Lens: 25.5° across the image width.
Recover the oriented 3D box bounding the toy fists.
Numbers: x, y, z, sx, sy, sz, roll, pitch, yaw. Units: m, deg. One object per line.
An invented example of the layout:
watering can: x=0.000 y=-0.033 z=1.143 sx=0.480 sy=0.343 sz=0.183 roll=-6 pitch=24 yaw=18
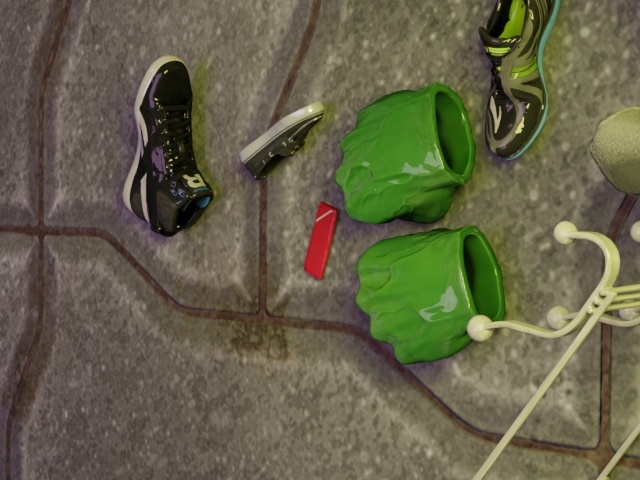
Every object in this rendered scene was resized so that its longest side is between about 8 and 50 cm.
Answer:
toy fists: x=0.096 y=-0.016 z=1.426 sx=0.142 sy=0.096 sz=0.279 roll=-19 pitch=76 yaw=36

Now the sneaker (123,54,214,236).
sneaker: x=-0.169 y=-0.107 z=1.729 sx=0.121 sy=0.079 sz=0.216 roll=35 pitch=125 yaw=37

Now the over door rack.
over door rack: x=0.215 y=0.125 z=1.189 sx=0.108 sy=0.240 sz=0.324 roll=37 pitch=117 yaw=38

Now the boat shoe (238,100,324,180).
boat shoe: x=-0.038 y=-0.113 z=1.606 sx=0.142 sy=0.049 sz=0.040 roll=-32 pitch=87 yaw=45

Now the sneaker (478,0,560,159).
sneaker: x=0.177 y=-0.171 z=1.341 sx=0.067 sy=0.078 sz=0.188 roll=17 pitch=104 yaw=46

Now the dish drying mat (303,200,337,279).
dish drying mat: x=0.000 y=0.000 z=1.590 sx=0.032 sy=0.008 sz=0.083 roll=29 pitch=112 yaw=42

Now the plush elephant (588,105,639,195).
plush elephant: x=0.392 y=-0.126 z=0.995 sx=0.272 sy=0.255 sz=0.330 roll=36 pitch=150 yaw=10
